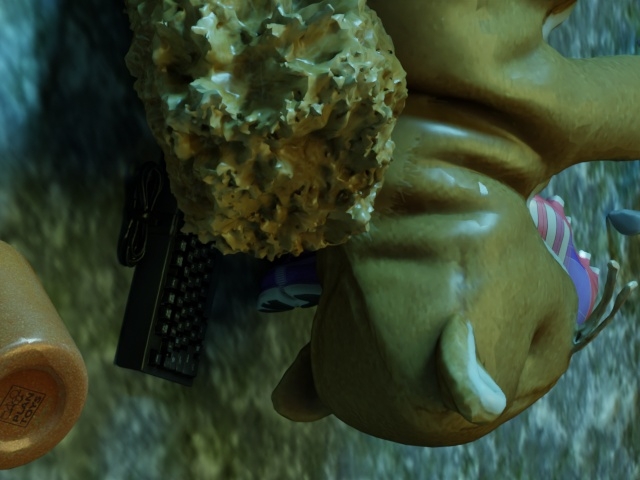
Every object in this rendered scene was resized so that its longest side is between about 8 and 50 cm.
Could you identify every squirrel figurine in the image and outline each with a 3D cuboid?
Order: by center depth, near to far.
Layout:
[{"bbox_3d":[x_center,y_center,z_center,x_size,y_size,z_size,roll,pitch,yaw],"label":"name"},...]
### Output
[{"bbox_3d":[0.025,-0.071,1.045,0.397,0.281,0.370,12,82,-43],"label":"squirrel figurine"}]

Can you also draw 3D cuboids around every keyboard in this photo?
[{"bbox_3d":[-0.084,-0.006,1.098,0.108,0.023,0.180,25,74,-58],"label":"keyboard"}]

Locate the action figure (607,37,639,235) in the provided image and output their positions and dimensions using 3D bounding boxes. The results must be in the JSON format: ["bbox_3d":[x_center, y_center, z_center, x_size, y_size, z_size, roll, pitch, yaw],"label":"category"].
[{"bbox_3d":[0.418,-0.095,1.780,0.330,0.178,0.341,-24,115,-45],"label":"action figure"}]

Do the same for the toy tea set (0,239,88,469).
[{"bbox_3d":[-0.238,0.014,0.796,0.200,0.124,0.336,-35,135,-15],"label":"toy tea set"}]

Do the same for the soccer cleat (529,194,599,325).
[{"bbox_3d":[0.167,0.022,1.472,0.248,0.083,0.095,43,64,-57],"label":"soccer cleat"}]

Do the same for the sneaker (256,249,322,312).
[{"bbox_3d":[0.000,0.000,1.219,0.170,0.068,0.071,-41,115,-59],"label":"sneaker"}]
